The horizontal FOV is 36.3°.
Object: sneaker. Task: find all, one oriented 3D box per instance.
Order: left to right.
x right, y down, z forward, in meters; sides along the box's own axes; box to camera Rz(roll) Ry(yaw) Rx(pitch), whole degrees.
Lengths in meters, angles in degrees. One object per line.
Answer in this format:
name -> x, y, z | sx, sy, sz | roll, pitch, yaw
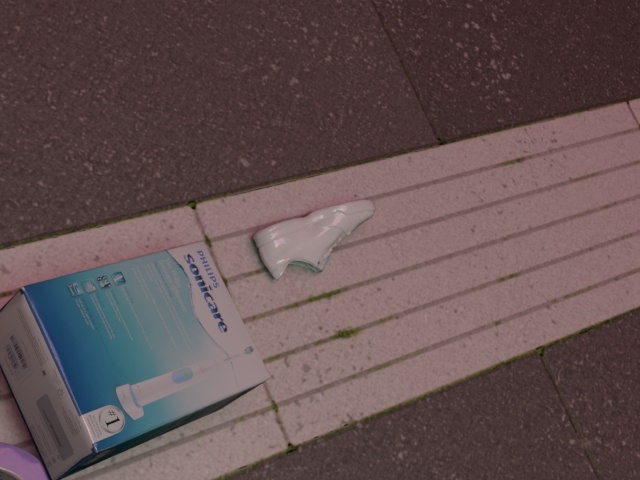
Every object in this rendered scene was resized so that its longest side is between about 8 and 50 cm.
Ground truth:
sneaker -> 0.000, 0.000, 1.522 | 0.212, 0.080, 0.094 | -20, 89, -25

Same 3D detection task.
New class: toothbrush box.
toothbrush box -> -0.240, 0.144, 1.252 | 0.295, 0.126, 0.216 | -18, 76, -48

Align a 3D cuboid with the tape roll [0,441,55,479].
tape roll -> -0.403, 0.337, 1.152 | 0.189, 0.080, 0.189 | 11, 63, -23
